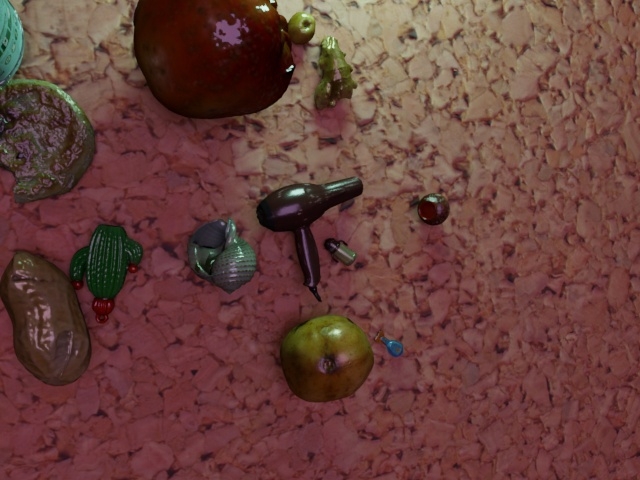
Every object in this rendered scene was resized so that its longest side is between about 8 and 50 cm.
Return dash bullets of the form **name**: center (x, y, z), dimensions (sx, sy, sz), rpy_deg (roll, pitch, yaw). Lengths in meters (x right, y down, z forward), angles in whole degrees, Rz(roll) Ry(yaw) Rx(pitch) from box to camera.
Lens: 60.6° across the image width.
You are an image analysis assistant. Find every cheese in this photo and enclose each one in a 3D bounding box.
- **cheese**: center (0.215, 0.322, 1.690), dimensions (0.111, 0.017, 0.047), rpy_deg (38, 77, -17)

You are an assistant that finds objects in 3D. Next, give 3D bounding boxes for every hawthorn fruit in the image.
- **hawthorn fruit**: center (-0.267, -0.467, 1.313), dimensions (0.403, 0.403, 0.402), rpy_deg (-1, 93, -19)

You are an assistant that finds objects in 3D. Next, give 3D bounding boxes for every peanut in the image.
- **peanut**: center (-0.654, 0.187, 1.304), dimensions (0.174, 0.159, 0.339), rpy_deg (-18, 96, -57)

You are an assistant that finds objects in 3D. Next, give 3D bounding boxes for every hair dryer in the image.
- **hair dryer**: center (0.000, 0.000, 1.541), dimensions (0.313, 0.123, 0.340), rpy_deg (-15, 95, -21)

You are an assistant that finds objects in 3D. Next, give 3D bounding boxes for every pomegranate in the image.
- **pomegranate**: center (0.017, 0.326, 1.506), dimensions (0.261, 0.260, 0.260), rpy_deg (-1, 93, -19)

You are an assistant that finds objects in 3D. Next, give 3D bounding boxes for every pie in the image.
- **pie**: center (-0.696, -0.240, 1.317), dimensions (0.303, 0.067, 0.302), rpy_deg (-1, 93, -18)

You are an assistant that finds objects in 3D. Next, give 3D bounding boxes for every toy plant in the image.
- **toy plant**: center (-0.549, 0.074, 1.376), dimensions (0.155, 0.088, 0.240), rpy_deg (32, 93, -6)

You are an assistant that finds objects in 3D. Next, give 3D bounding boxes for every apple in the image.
- **apple**: center (-0.053, -0.590, 1.523), dimensions (0.084, 0.071, 0.083), rpy_deg (-1, 95, -18)

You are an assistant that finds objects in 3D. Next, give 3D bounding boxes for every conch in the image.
- **conch**: center (-0.254, 0.048, 1.454), dimensions (0.173, 0.131, 0.199), rpy_deg (-6, 53, 3)

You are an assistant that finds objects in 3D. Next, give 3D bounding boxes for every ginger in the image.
- **ginger**: center (0.046, -0.473, 1.560), dimensions (0.115, 0.081, 0.205), rpy_deg (7, 100, 12)

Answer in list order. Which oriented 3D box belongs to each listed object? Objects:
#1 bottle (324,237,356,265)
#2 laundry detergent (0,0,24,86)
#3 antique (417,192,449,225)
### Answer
- **bottle**: center (0.056, 0.029, 1.608), dimensions (0.101, 0.047, 0.063), rpy_deg (35, 42, -13)
- **laundry detergent**: center (-0.792, -0.459, 1.137), dimensions (0.288, 0.305, 0.287), rpy_deg (1, 88, -16)
- **antique**: center (0.346, -0.095, 1.675), dimensions (0.104, 0.104, 0.103), rpy_deg (-1, 93, -19)
